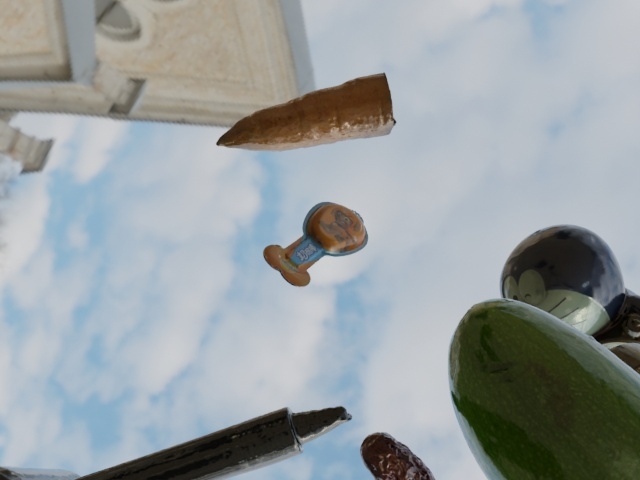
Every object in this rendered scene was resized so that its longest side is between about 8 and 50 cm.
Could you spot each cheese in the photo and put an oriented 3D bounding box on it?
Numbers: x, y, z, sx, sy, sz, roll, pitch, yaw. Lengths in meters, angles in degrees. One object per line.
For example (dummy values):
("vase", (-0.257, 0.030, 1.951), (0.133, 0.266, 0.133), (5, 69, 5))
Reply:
("cheese", (0.000, 0.001, 0.684), (0.047, 0.111, 0.017), (39, -52, 11))

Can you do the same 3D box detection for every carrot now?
("carrot", (-0.019, -0.134, 1.108), (0.205, 0.072, 0.072), (-13, -127, 1))

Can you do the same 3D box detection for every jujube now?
("jujube", (0.102, 0.309, 1.297), (0.077, 0.129, 0.077), (-39, -173, 6))

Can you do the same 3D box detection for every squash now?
("squash", (0.154, 0.135, 0.369), (0.292, 0.082, 0.082), (44, -79, 17))

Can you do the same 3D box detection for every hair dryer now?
("hair dryer", (-0.105, 0.144, 0.610), (0.255, 0.128, 0.070), (-21, -107, 3))

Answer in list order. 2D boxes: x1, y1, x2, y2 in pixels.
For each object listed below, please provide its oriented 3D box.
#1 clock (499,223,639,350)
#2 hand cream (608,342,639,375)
("clock", (0.338, 0.087, 1.273), (0.199, 0.243, 0.146), (-23, -148, 46))
("hand cream", (0.303, 0.153, 0.798), (0.084, 0.084, 0.203), (-57, -156, 1))
